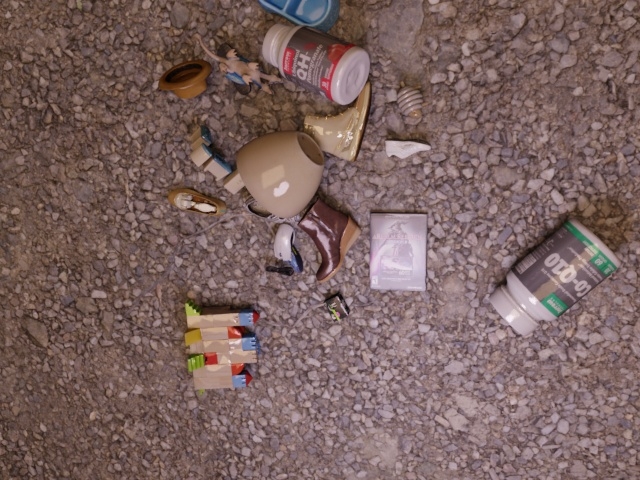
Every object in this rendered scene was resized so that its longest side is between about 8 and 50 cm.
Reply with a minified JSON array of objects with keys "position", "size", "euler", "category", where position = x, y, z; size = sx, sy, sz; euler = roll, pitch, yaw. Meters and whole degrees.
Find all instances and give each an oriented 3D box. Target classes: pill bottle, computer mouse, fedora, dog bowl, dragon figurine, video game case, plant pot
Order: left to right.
[{"position":[-0.451,-0.538,1.798],"size":[0.194,0.194,0.079],"euler":[-8,137,13],"category":"fedora"},{"position":[-0.266,-0.562,1.731],"size":[0.289,0.144,0.085],"euler":[23,97,-3],"category":"dragon figurine"},{"position":[-0.136,0.036,1.843],"size":[0.106,0.042,0.193],"euler":[15,113,20],"category":"computer mouse"},{"position":[-0.097,-0.238,1.686],"size":[0.191,0.284,0.284],"euler":[-33,94,28],"category":"plant pot"},{"position":[-0.083,-0.780,1.689],"size":[0.297,0.074,0.166],"euler":[31,106,3],"category":"dog bowl"},{"position":[-0.021,-0.562,1.648],"size":[0.319,0.176,0.176],"euler":[31,107,23],"category":"pill bottle"},{"position":[0.268,0.040,1.825],"size":[0.196,0.026,0.274],"euler":[1,103,11],"category":"video game case"},{"position":[0.721,0.120,1.655],"size":[0.204,0.204,0.361],"euler":[43,107,0],"category":"pill bottle"}]

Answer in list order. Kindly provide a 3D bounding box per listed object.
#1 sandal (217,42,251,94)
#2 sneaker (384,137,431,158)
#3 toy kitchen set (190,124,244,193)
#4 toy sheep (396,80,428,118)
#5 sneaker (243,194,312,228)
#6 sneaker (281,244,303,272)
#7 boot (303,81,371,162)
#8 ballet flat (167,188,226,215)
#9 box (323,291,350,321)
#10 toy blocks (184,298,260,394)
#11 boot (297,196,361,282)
[{"position":[-0.292,-0.582,1.800],"size":[0.067,0.040,0.179],"euler":[-20,112,21],"category":"sandal"},{"position":[0.287,-0.301,1.735],"size":[0.152,0.053,0.061],"euler":[5,113,17],"category":"sneaker"},{"position":[-0.340,-0.301,1.857],"size":[0.122,0.166,0.207],"euler":[-36,130,17],"category":"toy kitchen set"},{"position":[0.287,-0.447,1.683],"size":[0.091,0.091,0.132],"euler":[-26,82,16],"category":"toy sheep"},{"position":[-0.135,-0.091,1.829],"size":[0.281,0.115,0.105],"euler":[9,104,7],"category":"sneaker"},{"position":[-0.112,0.056,1.894],"size":[0.059,0.053,0.144],"euler":[-29,90,22],"category":"sneaker"},{"position":[0.053,-0.407,1.737],"size":[0.203,0.095,0.262],"euler":[17,108,9],"category":"boot"},{"position":[-0.455,-0.138,1.909],"size":[0.232,0.073,0.080],"euler":[11,104,9],"category":"ballet flat"},{"position":[0.059,0.239,1.897],"size":[0.062,0.052,0.083],"euler":[-28,94,17],"category":"box"},{"position":[-0.343,0.395,1.968],"size":[0.261,0.191,0.381],"euler":[-3,101,1],"category":"toy blocks"},{"position":[0.000,0.000,1.808],"size":[0.207,0.090,0.248],"euler":[32,93,-21],"category":"boot"}]
